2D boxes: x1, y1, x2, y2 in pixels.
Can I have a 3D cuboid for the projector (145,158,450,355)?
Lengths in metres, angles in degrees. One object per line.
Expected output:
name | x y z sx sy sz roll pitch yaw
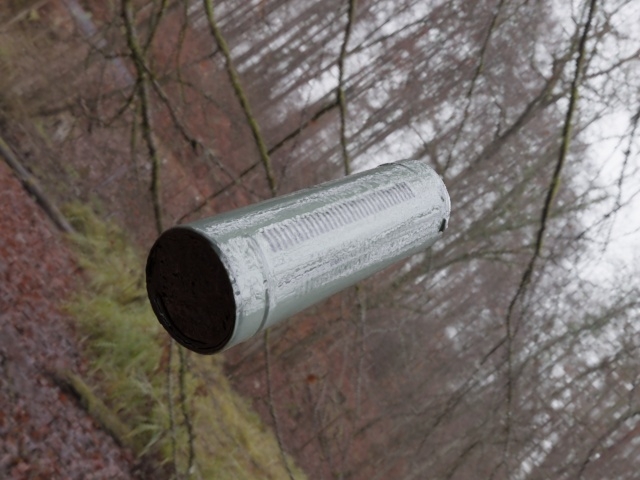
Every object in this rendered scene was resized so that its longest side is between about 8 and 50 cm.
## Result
projector | 0.000 0.000 0.659 0.108 0.337 0.108 13 -68 35
